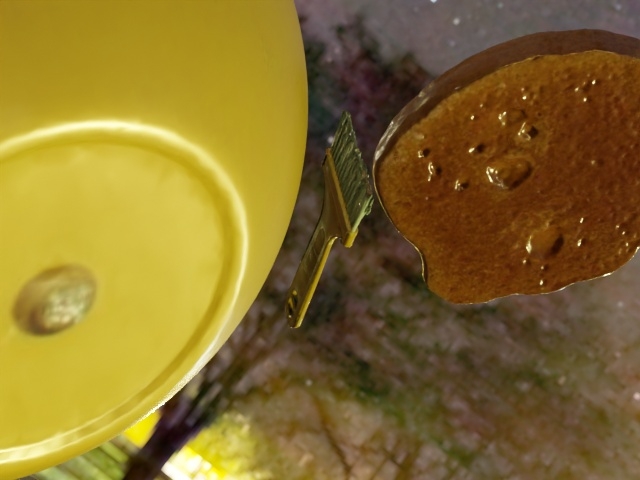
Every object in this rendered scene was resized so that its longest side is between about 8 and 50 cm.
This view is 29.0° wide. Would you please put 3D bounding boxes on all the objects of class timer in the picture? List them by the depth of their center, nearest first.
[{"bbox_3d":[-0.193,-0.085,0.572,0.387,0.376,0.376,51,-1,38],"label":"timer"}]

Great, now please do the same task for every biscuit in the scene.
[{"bbox_3d":[0.191,-0.062,1.095,0.049,0.273,0.257,-88,154,-52],"label":"biscuit"}]

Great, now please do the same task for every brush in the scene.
[{"bbox_3d":[0.000,0.000,0.965,0.218,0.010,0.082,114,-31,-50],"label":"brush"}]

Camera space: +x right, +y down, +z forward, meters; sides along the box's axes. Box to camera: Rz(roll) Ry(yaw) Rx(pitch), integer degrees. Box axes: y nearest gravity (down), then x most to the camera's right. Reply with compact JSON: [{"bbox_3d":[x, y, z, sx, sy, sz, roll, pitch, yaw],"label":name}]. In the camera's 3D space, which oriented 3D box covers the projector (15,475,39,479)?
[{"bbox_3d":[-0.193,0.289,0.817,0.259,0.257,0.079,25,25,7],"label":"projector"}]
